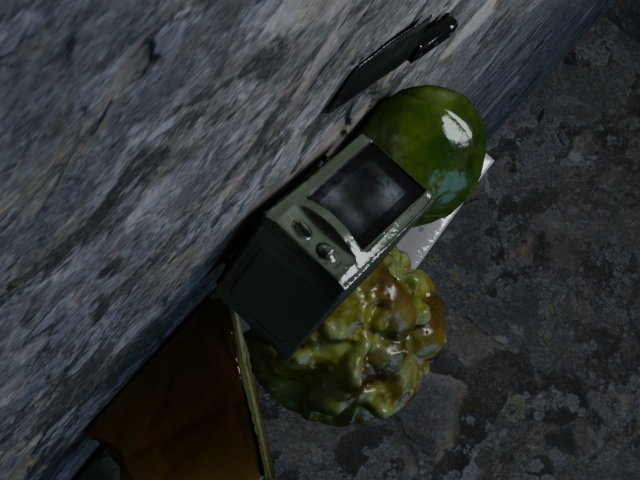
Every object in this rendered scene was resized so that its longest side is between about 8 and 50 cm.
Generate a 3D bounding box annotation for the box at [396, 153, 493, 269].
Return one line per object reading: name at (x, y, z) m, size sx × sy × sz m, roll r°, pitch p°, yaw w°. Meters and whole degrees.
box at (0.136, -0.044, 2.213) m, size 0.260 × 0.111 × 0.194 m, roll -51°, pitch -176°, yaw -11°

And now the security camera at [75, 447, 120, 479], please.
security camera at (-0.237, 0.265, 1.873) m, size 0.157 × 0.080 × 0.301 m, roll -41°, pitch 168°, yaw -52°

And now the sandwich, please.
sandwich at (-0.175, 0.199, 1.674) m, size 0.198 × 0.227 × 0.155 m, roll -12°, pitch 170°, yaw 1°

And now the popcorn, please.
popcorn at (0.022, 0.121, 1.927) m, size 0.247 × 0.282 × 0.282 m, roll 5°, pitch -140°, yaw 45°

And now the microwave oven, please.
microwave oven at (0.000, 0.000, 1.524) m, size 0.205 × 0.129 × 0.163 m, roll -42°, pitch 175°, yaw -46°

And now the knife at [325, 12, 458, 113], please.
knife at (0.085, -0.192, 1.403) m, size 0.245 × 0.019 × 0.072 m, roll -40°, pitch 169°, yaw -48°

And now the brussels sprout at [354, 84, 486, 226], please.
brussels sprout at (0.113, -0.095, 1.650) m, size 0.161 × 0.144 × 0.180 m, roll -16°, pitch 150°, yaw -50°
